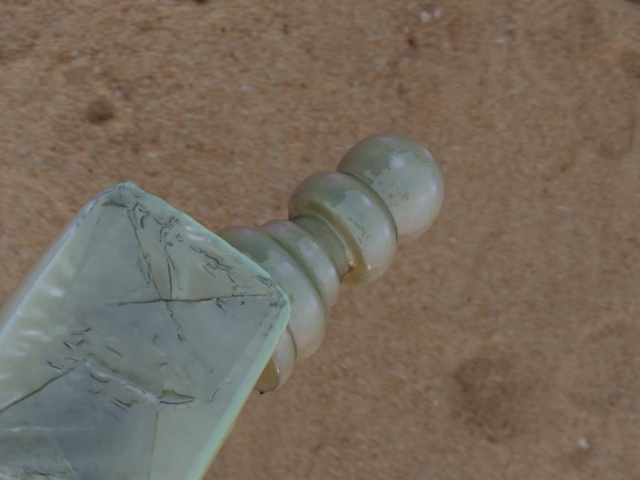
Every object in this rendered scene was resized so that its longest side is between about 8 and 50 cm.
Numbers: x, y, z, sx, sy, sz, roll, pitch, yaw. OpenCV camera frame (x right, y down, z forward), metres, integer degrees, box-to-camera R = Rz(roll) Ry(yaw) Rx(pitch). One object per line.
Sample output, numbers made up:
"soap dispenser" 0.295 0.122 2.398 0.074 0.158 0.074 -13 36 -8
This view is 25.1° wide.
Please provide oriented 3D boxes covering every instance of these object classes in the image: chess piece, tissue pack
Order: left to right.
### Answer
"tissue pack" -0.129 0.092 0.741 0.125 0.234 0.159 36 62 -9
"chess piece" 0.000 0.000 0.831 0.170 0.094 0.094 -42 113 -26
